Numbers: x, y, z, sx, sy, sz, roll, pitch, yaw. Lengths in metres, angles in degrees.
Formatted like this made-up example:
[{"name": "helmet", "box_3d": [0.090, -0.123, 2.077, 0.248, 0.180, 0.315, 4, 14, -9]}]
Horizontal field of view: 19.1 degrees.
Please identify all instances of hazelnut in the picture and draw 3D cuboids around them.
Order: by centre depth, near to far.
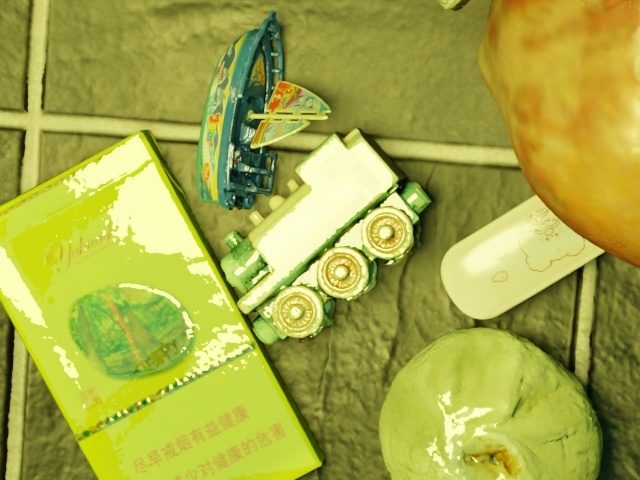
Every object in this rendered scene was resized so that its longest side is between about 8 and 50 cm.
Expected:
[{"name": "hazelnut", "box_3d": [0.300, -0.144, 1.310, 0.366, 0.366, 0.365, 0, 94, 5]}]

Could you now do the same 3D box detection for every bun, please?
[{"name": "bun", "box_3d": [0.143, 0.171, 1.621, 0.195, 0.118, 0.195, 0, 92, 8]}]

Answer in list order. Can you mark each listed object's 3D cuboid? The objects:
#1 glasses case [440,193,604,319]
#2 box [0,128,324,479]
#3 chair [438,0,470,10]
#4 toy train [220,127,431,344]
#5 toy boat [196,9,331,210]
[{"name": "glasses case", "box_3d": [0.193, -0.002, 1.635, 0.193, 0.049, 0.074, -31, 91, 8]}, {"name": "box", "box_3d": [-0.155, 0.091, 1.677, 0.187, 0.047, 0.335, -28, 92, 7]}, {"name": "chair", "box_3d": [0.116, -0.272, 1.479, 0.160, 0.186, 0.319, -45, 46, 7]}, {"name": "toy train", "box_3d": [0.000, 0.000, 1.641, 0.194, 0.081, 0.125, -41, 84, 9]}, {"name": "toy boat", "box_3d": [-0.041, -0.109, 1.629, 0.110, 0.091, 0.175, 7, 90, 24]}]
